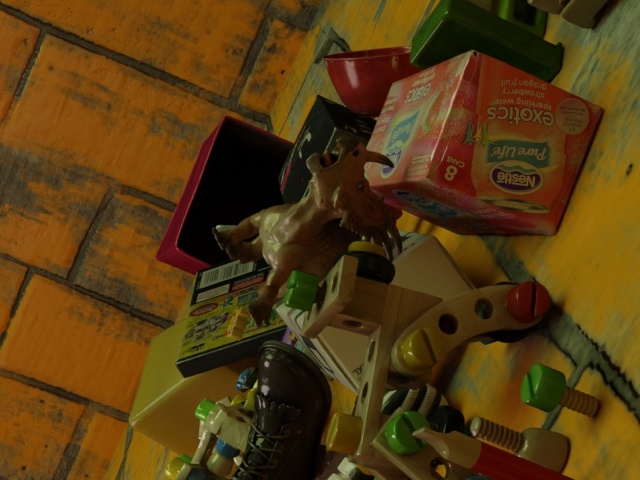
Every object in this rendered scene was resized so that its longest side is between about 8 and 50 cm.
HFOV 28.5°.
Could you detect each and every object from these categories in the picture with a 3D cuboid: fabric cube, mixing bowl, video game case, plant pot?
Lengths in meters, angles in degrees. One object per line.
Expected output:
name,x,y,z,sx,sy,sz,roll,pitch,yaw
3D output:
fabric cube,-0.125,-0.042,2.266,0.258,0.254,0.259,159,132,-74
mixing bowl,0.097,-0.244,1.948,0.181,0.181,0.098,-128,31,-77
video game case,-0.084,0.089,1.974,0.275,0.035,0.248,-19,30,15
plant pot,-0.158,0.231,2.071,0.187,0.212,0.212,-43,23,32

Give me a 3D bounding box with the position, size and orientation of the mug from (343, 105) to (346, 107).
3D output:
mug,0.064,-0.229,2.266,0.064,0.062,0.078,-58,19,5

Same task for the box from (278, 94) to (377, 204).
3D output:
box,0.036,-0.104,1.942,0.270,0.143,0.165,-111,44,-73

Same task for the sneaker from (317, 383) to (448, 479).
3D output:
sneaker,0.044,0.259,1.371,0.281,0.106,0.162,-54,9,9

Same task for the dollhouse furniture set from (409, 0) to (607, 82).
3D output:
dollhouse furniture set,0.244,-0.324,1.407,0.301,0.151,0.197,-52,19,51

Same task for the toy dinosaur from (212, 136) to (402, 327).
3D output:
toy dinosaur,0.000,0.000,1.375,0.200,0.127,0.295,-27,-8,-1

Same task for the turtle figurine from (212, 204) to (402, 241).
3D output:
turtle figurine,0.019,-0.038,1.673,0.266,0.198,0.274,-47,59,10

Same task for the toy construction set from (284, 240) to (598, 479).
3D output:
toy construction set,0.074,0.126,1.102,0.309,0.237,0.257,-154,87,-78

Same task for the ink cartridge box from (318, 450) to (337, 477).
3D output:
ink cartridge box,0.020,0.284,1.557,0.083,0.028,0.048,137,154,-64

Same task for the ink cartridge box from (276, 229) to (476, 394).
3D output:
ink cartridge box,0.061,0.075,1.439,0.172,0.100,0.237,-38,9,-8

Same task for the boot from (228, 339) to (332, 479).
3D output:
boot,-0.077,0.275,1.495,0.229,0.091,0.263,-47,-38,-44

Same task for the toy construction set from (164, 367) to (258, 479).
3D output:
toy construction set,-0.105,0.279,1.764,0.215,0.151,0.327,-64,-1,7

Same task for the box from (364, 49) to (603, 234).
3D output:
box,0.157,-0.097,1.367,0.142,0.154,0.300,-68,13,-5

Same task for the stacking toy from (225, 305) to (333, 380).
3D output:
stacking toy,-0.030,0.141,1.713,0.052,0.167,0.221,-69,12,-9
